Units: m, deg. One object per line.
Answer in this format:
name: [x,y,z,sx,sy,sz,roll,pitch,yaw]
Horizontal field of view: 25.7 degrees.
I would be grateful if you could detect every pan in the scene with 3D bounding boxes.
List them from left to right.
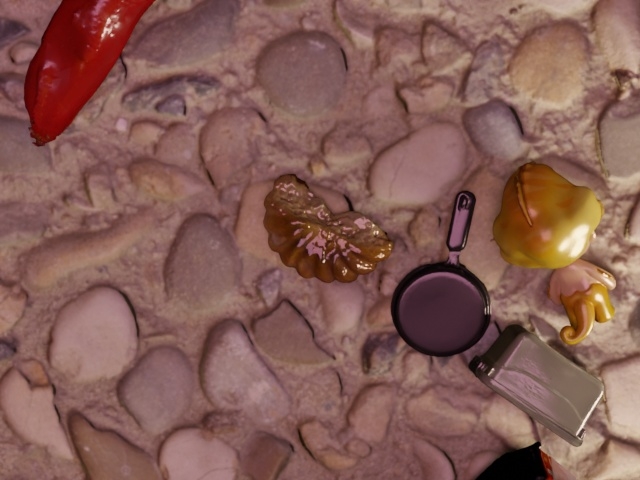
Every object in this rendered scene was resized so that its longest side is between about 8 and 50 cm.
pan: [0.172,0.048,1.882,0.136,0.028,0.235,11,103,1]

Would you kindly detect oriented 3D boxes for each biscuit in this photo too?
biscuit: [0.000,0.000,1.868,0.183,0.061,0.118,27,104,-3]

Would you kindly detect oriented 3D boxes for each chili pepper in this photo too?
chili pepper: [-0.288,-0.284,1.806,0.110,0.110,0.387,32,108,-3]

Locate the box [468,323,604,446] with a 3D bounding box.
box: [0.293,0.185,1.863,0.172,0.124,0.093,35,92,-5]

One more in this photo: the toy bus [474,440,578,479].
toy bus: [0.237,0.425,1.910,0.147,0.127,0.302,36,102,-7]

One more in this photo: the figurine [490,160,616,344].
figurine: [0.307,0.010,1.826,0.156,0.131,0.246,-24,111,24]
